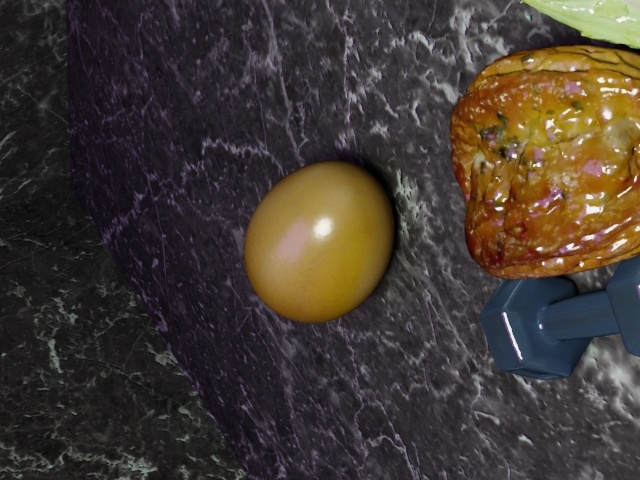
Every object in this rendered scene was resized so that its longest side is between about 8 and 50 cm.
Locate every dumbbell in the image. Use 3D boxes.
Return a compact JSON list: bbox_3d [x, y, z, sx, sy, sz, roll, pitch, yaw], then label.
[{"bbox_3d":[0.345,0.092,1.130,0.316,0.144,0.156,-24,84,60],"label":"dumbbell"}]

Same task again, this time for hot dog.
[{"bbox_3d":[0.272,-0.090,1.097,0.387,0.174,0.267,168,95,-65],"label":"hot dog"}]

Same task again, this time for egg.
[{"bbox_3d":[0.000,0.000,1.561,0.250,0.250,0.322,55,140,27],"label":"egg"}]

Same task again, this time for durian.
[{"bbox_3d":[0.329,-0.275,0.970,0.375,0.106,0.132,25,141,24],"label":"durian"}]
